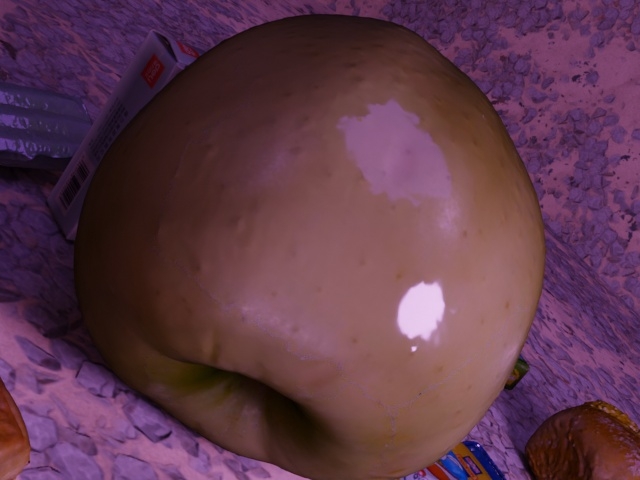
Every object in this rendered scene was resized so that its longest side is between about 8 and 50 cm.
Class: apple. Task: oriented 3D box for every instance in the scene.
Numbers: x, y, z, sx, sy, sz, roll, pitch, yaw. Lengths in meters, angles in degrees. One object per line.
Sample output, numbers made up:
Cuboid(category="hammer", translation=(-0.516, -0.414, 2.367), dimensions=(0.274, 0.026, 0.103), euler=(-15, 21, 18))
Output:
Cuboid(category="apple", translation=(0.000, 0.000, 0.893), dimensions=(0.474, 0.473, 0.473), euler=(34, 21, -15))

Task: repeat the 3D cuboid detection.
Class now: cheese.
Cuboid(category="cheese", translation=(0.138, 0.282, 1.083), dimensions=(0.270, 0.069, 0.177), euler=(11, 33, -47))

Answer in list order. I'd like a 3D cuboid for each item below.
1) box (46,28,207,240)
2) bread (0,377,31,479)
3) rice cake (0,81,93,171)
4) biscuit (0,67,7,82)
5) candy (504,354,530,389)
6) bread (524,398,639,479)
Cuboid(category="box", translation=(-0.201, -0.111, 1.068), dimensions=(0.135, 0.269, 0.079), euler=(12, 33, -49))
Cuboid(category="bread", translation=(-0.340, 0.106, 0.631), dimensions=(0.210, 0.099, 0.235), euler=(52, 18, 24))
Cuboid(category="rice cake", translation=(-0.374, -0.140, 1.088), dimensions=(0.237, 0.043, 0.127), euler=(0, 58, -47))
Cuboid(category="biscuit", translation=(-0.450, -0.197, 1.154), dimensions=(0.133, 0.032, 0.250), euler=(5, 40, -55))
Cuboid(category="candy", translation=(0.290, 0.175, 1.618), dimensions=(0.097, 0.062, 0.194), euler=(24, 25, -35))
Cuboid(category="bread", translation=(0.446, 0.364, 1.328), dimensions=(0.195, 0.176, 0.246), euler=(26, 24, -28))
